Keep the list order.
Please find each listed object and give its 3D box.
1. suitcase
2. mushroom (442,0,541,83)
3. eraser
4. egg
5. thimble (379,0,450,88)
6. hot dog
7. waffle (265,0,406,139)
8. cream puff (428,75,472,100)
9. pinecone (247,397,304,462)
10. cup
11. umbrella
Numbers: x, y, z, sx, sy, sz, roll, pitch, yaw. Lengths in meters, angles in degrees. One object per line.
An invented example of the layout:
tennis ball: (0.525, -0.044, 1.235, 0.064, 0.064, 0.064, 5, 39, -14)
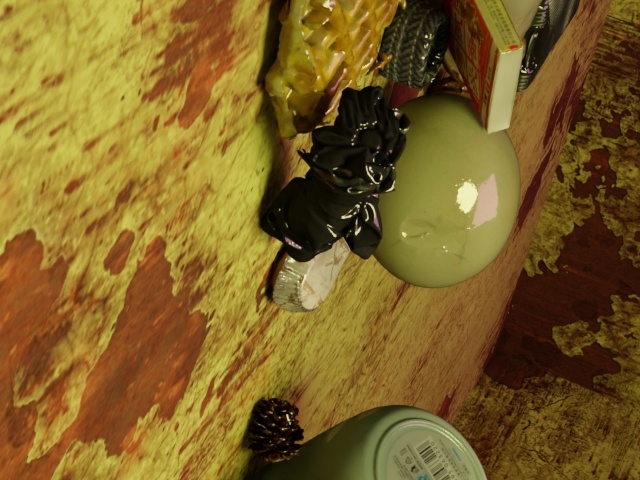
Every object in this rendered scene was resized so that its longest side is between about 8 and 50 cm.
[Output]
suitcase: (0.320, -0.380, 2.252, 0.202, 0.128, 0.312, 99, 19, -45)
mushroom: (0.231, -0.356, 1.934, 0.137, 0.154, 0.407, -42, 166, -21)
eraser: (0.186, -0.267, 1.806, 0.157, 0.038, 0.230, 89, -16, -58)
egg: (0.150, -0.061, 1.908, 0.219, 0.219, 0.269, -47, 144, -56)
thimble: (0.119, -0.246, 1.821, 0.095, 0.066, 0.104, -47, 155, -50)
hot dog: (0.000, 0.000, 1.765, 0.191, 0.059, 0.108, -61, 152, -14)
waffle: (0.036, -0.251, 1.483, 0.302, 0.068, 0.325, -46, 161, -52)
cream puff: (0.210, -0.195, 2.169, 0.133, 0.119, 0.104, -107, -167, -68)
pinecone: (-0.059, 0.244, 1.898, 0.077, 0.077, 0.083, -45, 130, -58)
cup: (0.027, 0.360, 1.927, 0.356, 0.260, 0.274, 5, 151, -37)
umbrella: (0.018, -0.050, 1.540, 0.272, 0.122, 0.110, 118, -38, -57)
